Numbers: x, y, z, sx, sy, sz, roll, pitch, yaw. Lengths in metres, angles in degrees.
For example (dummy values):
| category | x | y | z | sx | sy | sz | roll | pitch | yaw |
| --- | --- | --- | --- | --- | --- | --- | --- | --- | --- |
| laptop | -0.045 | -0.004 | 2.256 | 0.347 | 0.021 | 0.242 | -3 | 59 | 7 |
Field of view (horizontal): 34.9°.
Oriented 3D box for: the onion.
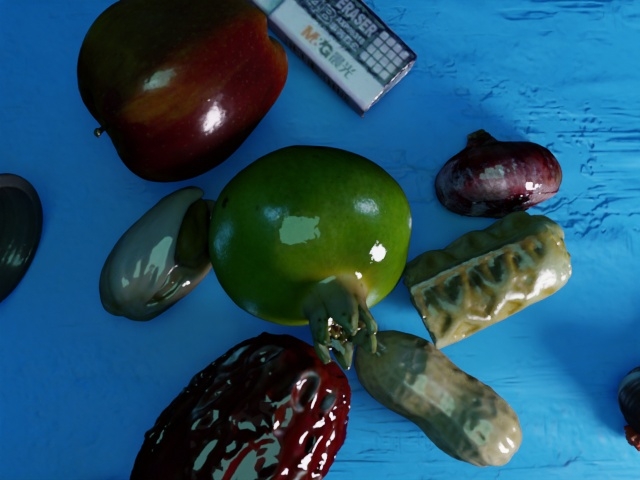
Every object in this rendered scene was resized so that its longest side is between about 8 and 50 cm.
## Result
| category | x | y | z | sx | sy | sz | roll | pitch | yaw |
| --- | --- | --- | --- | --- | --- | --- | --- | --- | --- |
| onion | 0.283 | -0.111 | 1.617 | 0.206 | 0.098 | 0.151 | -18 | 87 | -3 |

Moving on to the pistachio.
| category | x | y | z | sx | sy | sz | roll | pitch | yaw |
| --- | --- | --- | --- | --- | --- | --- | --- | --- | --- |
| pistachio | -0.245 | 0.021 | 1.567 | 0.238 | 0.138 | 0.153 | -47 | 52 | -6 |

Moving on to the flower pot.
| category | x | y | z | sx | sy | sz | roll | pitch | yaw |
| --- | --- | --- | --- | --- | --- | --- | --- | --- | --- |
| flower pot | -0.551 | -0.015 | 1.536 | 0.148 | 0.235 | 0.235 | 25 | 84 | 21 |

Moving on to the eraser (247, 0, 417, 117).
| category | x | y | z | sx | sy | sz | roll | pitch | yaw |
| --- | --- | --- | --- | --- | --- | --- | --- | --- | --- |
| eraser | 0.010 | -0.342 | 1.635 | 0.287 | 0.086 | 0.130 | 44 | 85 | 2 |

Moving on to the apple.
| category | x | y | z | sx | sy | sz | roll | pitch | yaw |
| --- | --- | --- | --- | --- | --- | --- | --- | --- | --- |
| apple | -0.213 | -0.243 | 1.527 | 0.317 | 0.288 | 0.288 | -39 | 87 | -15 |

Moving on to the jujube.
| category | x | y | z | sx | sy | sz | roll | pitch | yaw |
| --- | --- | --- | --- | --- | --- | --- | --- | --- | --- |
| jujube | -0.119 | 0.306 | 1.487 | 0.258 | 0.258 | 0.377 | 35 | 85 | 1 |

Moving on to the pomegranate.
| category | x | y | z | sx | sy | sz | roll | pitch | yaw |
| --- | --- | --- | --- | --- | --- | --- | --- | --- | --- |
| pomegranate | 0.000 | 0.000 | 1.485 | 0.309 | 0.216 | 0.358 | -6 | 46 | -16 |

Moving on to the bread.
| category | x | y | z | sx | sy | sz | roll | pitch | yaw |
| --- | --- | --- | --- | --- | --- | --- | --- | --- | --- |
| bread | 0.262 | 0.052 | 1.582 | 0.267 | 0.130 | 0.152 | -25 | 69 | -5 |

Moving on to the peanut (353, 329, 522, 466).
| category | x | y | z | sx | sy | sz | roll | pitch | yaw |
| --- | --- | --- | --- | --- | --- | --- | --- | --- | --- |
| peanut | 0.178 | 0.240 | 1.567 | 0.290 | 0.130 | 0.130 | 37 | 84 | 8 |

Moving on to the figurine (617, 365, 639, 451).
| category | x | y | z | sx | sy | sz | roll | pitch | yaw |
| --- | --- | --- | --- | --- | --- | --- | --- | --- | --- |
| figurine | 0.579 | 0.227 | 1.596 | 0.245 | 0.110 | 0.138 | -28 | 110 | -9 |
